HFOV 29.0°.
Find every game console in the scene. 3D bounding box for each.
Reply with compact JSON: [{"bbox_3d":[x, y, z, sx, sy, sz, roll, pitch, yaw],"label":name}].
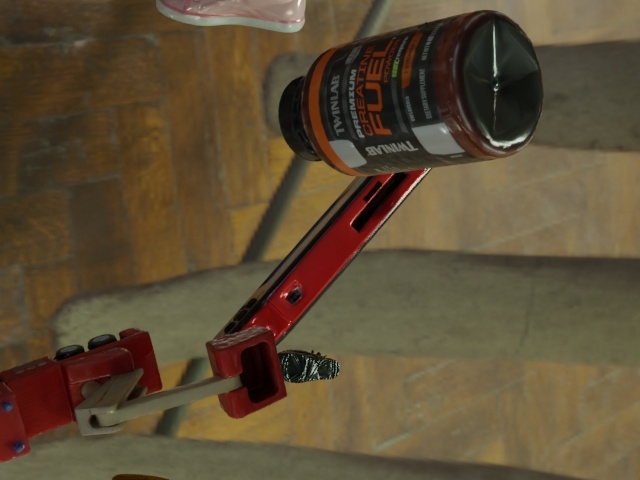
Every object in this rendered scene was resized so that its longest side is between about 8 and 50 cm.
[{"bbox_3d":[0.000,0.000,1.651,0.060,0.342,0.386,43,79,-7],"label":"game console"}]

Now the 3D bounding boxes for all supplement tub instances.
[{"bbox_3d":[0.058,-0.102,0.911,0.106,0.198,0.106,5,83,-43],"label":"supplement tub"}]

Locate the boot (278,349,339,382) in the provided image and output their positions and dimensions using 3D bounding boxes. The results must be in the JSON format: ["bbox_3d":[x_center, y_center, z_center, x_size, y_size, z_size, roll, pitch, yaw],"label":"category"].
[{"bbox_3d":[-0.040,0.187,1.881,0.121,0.099,0.045,5,92,-34],"label":"boot"}]

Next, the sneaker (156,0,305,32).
[{"bbox_3d":[-0.076,-0.227,1.092,0.051,0.134,0.070,-94,-168,-49],"label":"sneaker"}]

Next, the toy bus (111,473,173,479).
[{"bbox_3d":[-0.277,0.484,1.818,0.220,0.149,0.211,-68,167,-64],"label":"toy bus"}]

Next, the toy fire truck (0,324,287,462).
[{"bbox_3d":[-0.134,0.099,0.792,0.192,0.135,0.047,-18,103,-25],"label":"toy fire truck"}]
